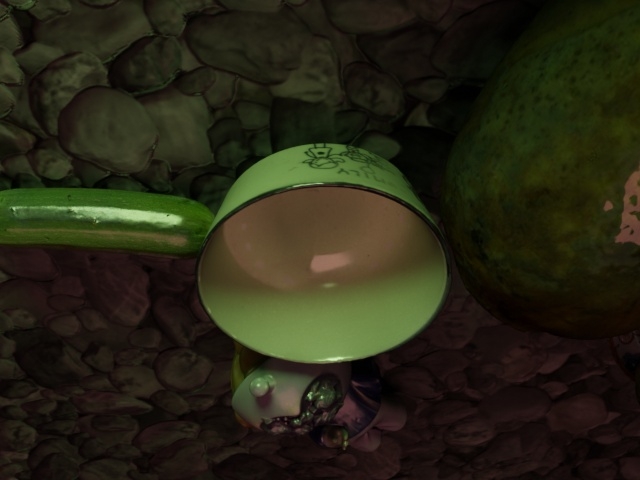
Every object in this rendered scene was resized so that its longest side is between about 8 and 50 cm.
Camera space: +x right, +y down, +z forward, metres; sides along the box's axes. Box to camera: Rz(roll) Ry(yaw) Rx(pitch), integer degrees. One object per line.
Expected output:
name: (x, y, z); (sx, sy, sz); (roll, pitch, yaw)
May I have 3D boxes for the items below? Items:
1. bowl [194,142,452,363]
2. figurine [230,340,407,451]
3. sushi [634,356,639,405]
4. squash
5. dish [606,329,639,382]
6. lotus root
bowl: (0.000, 0.000, 0.785); (0.238, 0.126, 0.237); (-2, 134, -2)
figurine: (-0.007, 0.185, 0.959); (0.194, 0.133, 0.274); (-24, 134, -1)
sushi: (0.423, 0.066, 0.760); (0.171, 0.211, 0.350); (8, 106, -23)
squash: (-0.214, -0.017, 0.799); (0.229, 0.066, 0.066); (3, 133, -6)
dish: (0.411, 0.103, 0.943); (0.141, 0.078, 0.141); (9, 106, 32)
lotus root: (0.245, -0.074, 0.652); (0.250, 0.250, 0.346); (23, 123, -23)
